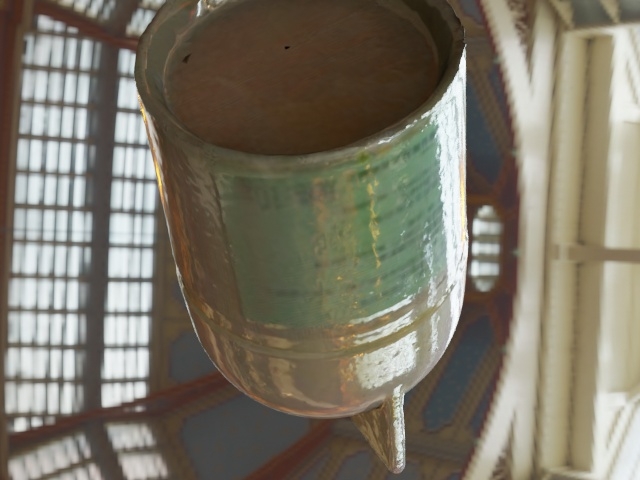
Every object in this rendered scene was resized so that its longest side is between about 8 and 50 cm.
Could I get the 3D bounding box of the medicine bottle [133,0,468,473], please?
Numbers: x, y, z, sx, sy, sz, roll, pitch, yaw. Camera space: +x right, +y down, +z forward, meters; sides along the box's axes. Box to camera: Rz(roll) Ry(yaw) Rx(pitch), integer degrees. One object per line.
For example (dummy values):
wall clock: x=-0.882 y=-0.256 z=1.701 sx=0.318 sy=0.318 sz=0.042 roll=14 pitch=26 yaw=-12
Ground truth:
medicine bottle: x=0.000 y=0.000 z=1.046 sx=0.236 sy=0.235 sz=0.406 roll=51 pitch=-21 yaw=38
